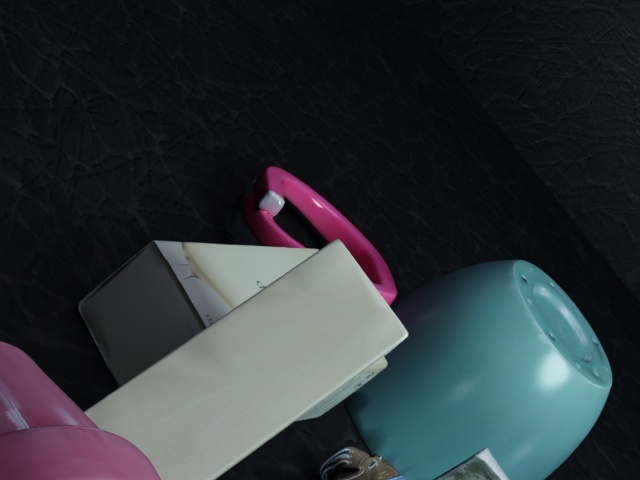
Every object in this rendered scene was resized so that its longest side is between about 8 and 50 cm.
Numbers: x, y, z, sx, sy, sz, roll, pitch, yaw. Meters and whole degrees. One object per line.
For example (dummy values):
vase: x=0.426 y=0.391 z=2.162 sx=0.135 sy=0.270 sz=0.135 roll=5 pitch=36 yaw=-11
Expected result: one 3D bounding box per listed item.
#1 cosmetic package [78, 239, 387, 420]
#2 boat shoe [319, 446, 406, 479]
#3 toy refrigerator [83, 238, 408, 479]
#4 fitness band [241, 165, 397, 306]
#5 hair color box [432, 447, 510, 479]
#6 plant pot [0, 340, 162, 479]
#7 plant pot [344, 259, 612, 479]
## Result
cosmetic package: x=-0.076 y=0.096 z=1.286 sx=0.160 sy=0.113 sz=0.309 roll=58 pitch=22 yaw=17
boat shoe: x=0.031 y=0.250 z=1.325 sx=0.066 sy=0.066 sz=0.183 roll=54 pitch=12 yaw=19
toy refrigerator: x=-0.070 y=0.121 z=1.065 sx=0.102 sy=0.269 sz=0.094 roll=53 pitch=-17 yaw=6
fitness band: x=0.000 y=0.000 z=1.577 sx=0.209 sy=0.054 sz=0.291 roll=37 pitch=11 yaw=-12
hair color box: x=0.182 y=0.380 z=1.124 sx=0.374 sy=0.113 sz=0.185 roll=55 pitch=23 yaw=12
plant pot: x=-0.212 y=0.168 z=0.835 sx=0.201 sy=0.201 sz=0.180 roll=27 pitch=17 yaw=-46
plant pot: x=0.200 y=0.161 z=1.549 sx=0.293 sy=0.235 sz=0.293 roll=40 pitch=24 yaw=-23
